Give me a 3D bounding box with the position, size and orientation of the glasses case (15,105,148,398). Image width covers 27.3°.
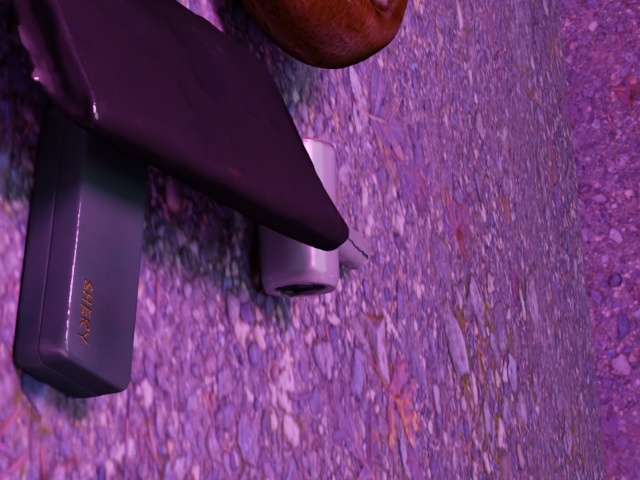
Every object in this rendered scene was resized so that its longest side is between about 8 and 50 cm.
[{"bbox_3d":[-0.151,0.004,0.849,0.078,0.039,0.184,45,40,-55],"label":"glasses case"}]

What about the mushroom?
[{"bbox_3d":[0.000,-0.278,1.201,0.253,0.153,0.253,14,74,-60],"label":"mushroom"}]

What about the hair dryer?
[{"bbox_3d":[0.000,0.000,1.222,0.236,0.073,0.131,42,44,-71],"label":"hair dryer"}]

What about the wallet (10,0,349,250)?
[{"bbox_3d":[-0.100,-0.109,0.947,0.197,0.051,0.377,63,15,22],"label":"wallet"}]
